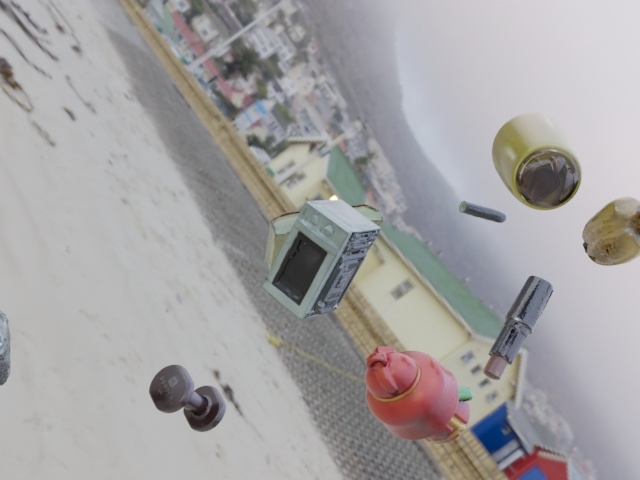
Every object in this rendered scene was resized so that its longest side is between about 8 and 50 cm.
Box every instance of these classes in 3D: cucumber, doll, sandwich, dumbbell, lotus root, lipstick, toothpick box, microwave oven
[{"bbox_3d":[0.398,-0.066,1.987,0.133,0.032,0.032,15,17,-24],"label":"cucumber"},{"bbox_3d":[0.190,0.320,1.700,0.363,0.182,0.160,46,26,-42],"label":"doll"},{"bbox_3d":[0.000,0.000,1.854,0.212,0.244,0.063,105,-25,-59],"label":"sandwich"},{"bbox_3d":[-0.378,0.454,2.356,0.140,0.124,0.225,50,1,37],"label":"dumbbell"},{"bbox_3d":[0.605,-0.020,1.645,0.125,0.118,0.221,64,-23,10],"label":"lotus root"},{"bbox_3d":[0.509,0.227,2.127,0.081,0.300,0.081,29,-17,10],"label":"lipstick"},{"bbox_3d":[0.464,-0.165,1.753,0.175,0.175,0.271,54,16,-13],"label":"toothpick box"},{"bbox_3d":[0.006,0.036,1.640,0.122,0.208,0.162,37,21,24],"label":"microwave oven"}]

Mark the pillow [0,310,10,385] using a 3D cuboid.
[{"bbox_3d":[-0.870,0.280,2.180,0.335,0.092,0.162,126,-45,-59],"label":"pillow"}]
